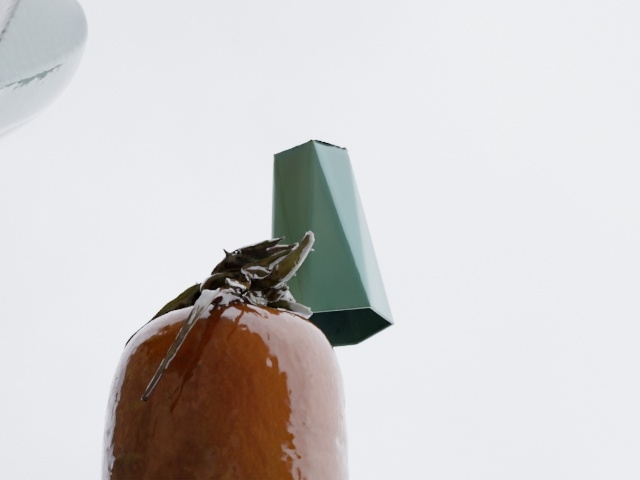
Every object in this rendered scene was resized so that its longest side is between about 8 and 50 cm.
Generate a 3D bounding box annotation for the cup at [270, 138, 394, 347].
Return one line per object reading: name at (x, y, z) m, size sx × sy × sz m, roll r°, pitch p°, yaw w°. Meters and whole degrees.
cup at (0.000, 0.000, 0.926) m, size 0.148 × 0.134 × 0.236 m, roll -32°, pitch -124°, yaw 44°

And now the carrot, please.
carrot at (-0.078, 0.149, 0.608) m, size 0.193 × 0.214 × 0.331 m, roll -23°, pitch -129°, yaw 34°

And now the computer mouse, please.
computer mouse at (-0.230, -0.112, 0.539) m, size 0.128 × 0.079 × 0.231 m, roll -31°, pitch -146°, yaw 23°
